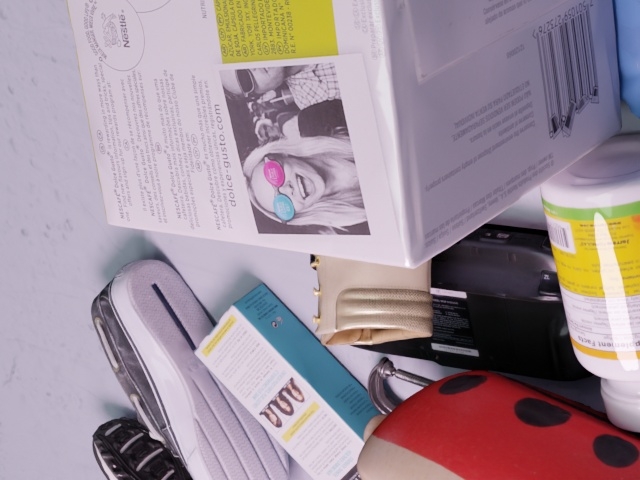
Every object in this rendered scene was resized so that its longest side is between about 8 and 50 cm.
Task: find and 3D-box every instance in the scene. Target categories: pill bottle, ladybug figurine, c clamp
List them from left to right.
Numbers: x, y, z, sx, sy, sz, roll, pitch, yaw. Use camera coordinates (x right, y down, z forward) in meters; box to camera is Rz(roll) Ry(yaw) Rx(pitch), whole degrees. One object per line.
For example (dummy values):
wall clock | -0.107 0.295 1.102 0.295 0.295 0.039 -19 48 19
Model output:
c clamp | 0.116 0.159 1.890 0.160 0.022 0.137 14 141 28
ladybug figurine | 0.240 0.243 1.705 0.449 0.305 0.162 22 94 23
pill bottle | 0.283 0.041 1.635 0.136 0.136 0.246 1 116 36

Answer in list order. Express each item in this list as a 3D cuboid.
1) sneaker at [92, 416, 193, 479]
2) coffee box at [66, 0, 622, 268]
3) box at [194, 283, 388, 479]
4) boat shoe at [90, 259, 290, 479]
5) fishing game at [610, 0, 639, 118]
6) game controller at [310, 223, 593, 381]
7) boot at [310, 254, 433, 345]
sneaker | -0.176 0.324 2.168 0.271 0.100 0.108 46 138 6
coffee box | 0.017 -0.208 1.534 0.334 0.337 0.338 7 115 37
box | -0.018 0.170 1.985 0.244 0.060 0.100 46 133 6
boat shoe | -0.146 0.181 2.067 0.119 0.121 0.335 -33 82 51
fishing game | 0.301 -0.186 1.547 0.264 0.041 0.189 44 136 29
game controller | 0.131 0.055 1.820 0.319 0.067 0.166 8 133 34
boot | 0.000 0.000 1.783 0.262 0.095 0.203 1 82 28
